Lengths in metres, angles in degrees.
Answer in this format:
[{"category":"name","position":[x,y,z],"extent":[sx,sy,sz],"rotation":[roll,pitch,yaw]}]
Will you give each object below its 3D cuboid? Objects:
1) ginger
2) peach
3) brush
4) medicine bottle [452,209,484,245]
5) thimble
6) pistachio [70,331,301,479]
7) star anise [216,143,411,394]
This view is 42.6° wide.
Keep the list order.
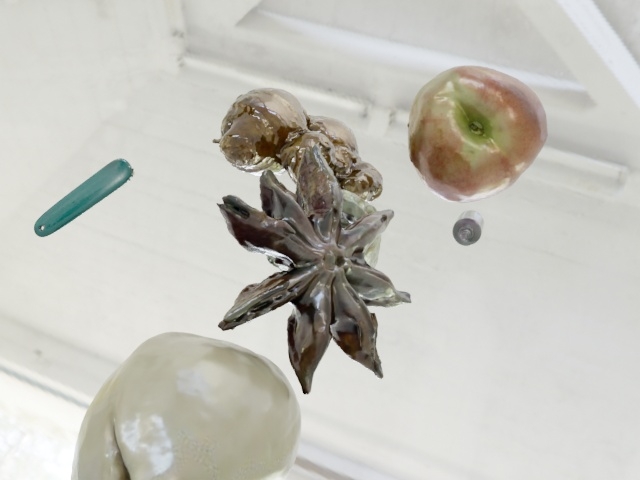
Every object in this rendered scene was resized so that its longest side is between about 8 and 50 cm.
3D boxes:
[{"category":"ginger","position":[-0.041,-0.155,1.479],"extent":[0.357,0.274,0.152],"rotation":[17,-62,-41]},{"category":"peach","position":[0.253,-0.180,1.380],"extent":[0.232,0.232,0.256],"rotation":[29,4,5]},{"category":"brush","position":[-0.376,-0.066,1.313],"extent":[0.193,0.032,0.043],"rotation":[-35,-99,9]},{"category":"medicine bottle","position":[0.288,-0.021,1.605],"extent":[0.057,0.199,0.058],"rotation":[2,-80,13]},{"category":"thimble","position":[0.000,0.000,1.288],"extent":[0.190,0.137,0.143],"rotation":[1,-16,4]},{"category":"pistachio","position":[-0.129,0.203,0.799],"extent":[0.207,0.332,0.226],"rotation":[-11,-88,9]},{"category":"star anise","position":[-0.006,0.024,0.889],"extent":[0.088,0.288,0.288],"rotation":[-18,-60,46]}]
